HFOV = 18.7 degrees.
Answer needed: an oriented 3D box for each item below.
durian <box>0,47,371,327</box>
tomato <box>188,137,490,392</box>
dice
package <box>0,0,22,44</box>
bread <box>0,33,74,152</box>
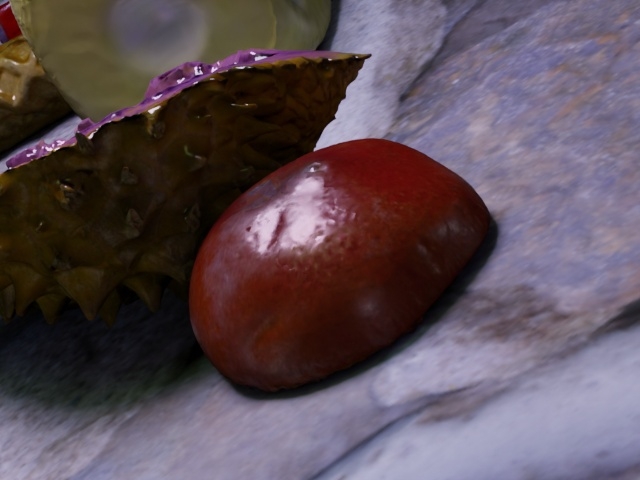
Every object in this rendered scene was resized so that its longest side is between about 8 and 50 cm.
[{"bbox_3d":[-0.131,-0.003,1.052,0.341,0.112,0.191,-19,13,44],"label":"durian"},{"bbox_3d":[0.000,0.000,0.916,0.155,0.069,0.155,-28,22,12],"label":"tomato"},{"bbox_3d":[-0.101,-0.176,1.322,0.169,0.166,0.169,-26,22,17],"label":"dice"},{"bbox_3d":[-0.199,-0.210,1.683,0.194,0.071,0.269,-10,22,-2],"label":"package"},{"bbox_3d":[-0.320,-0.074,1.548,0.367,0.084,0.077,-30,60,12],"label":"bread"}]
